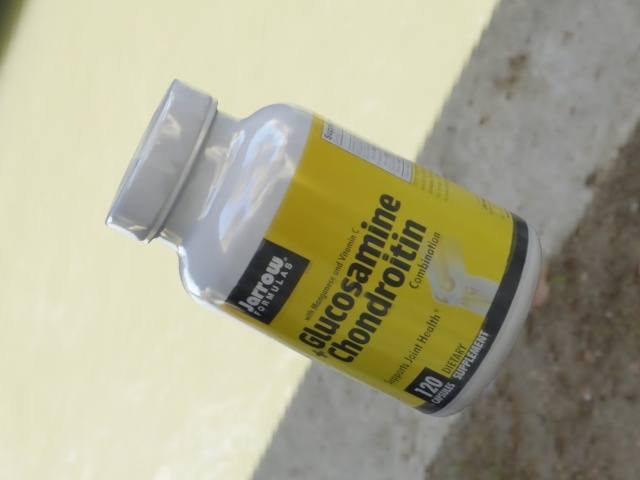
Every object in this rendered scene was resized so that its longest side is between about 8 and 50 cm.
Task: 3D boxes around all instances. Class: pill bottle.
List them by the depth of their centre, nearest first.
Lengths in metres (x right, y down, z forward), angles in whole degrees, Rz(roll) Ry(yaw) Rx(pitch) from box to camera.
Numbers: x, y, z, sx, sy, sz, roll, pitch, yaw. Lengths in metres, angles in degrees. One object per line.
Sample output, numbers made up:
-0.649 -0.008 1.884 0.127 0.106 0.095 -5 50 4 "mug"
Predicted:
0.000 0.000 0.741 0.103 0.184 0.103 -61 10 19 "pill bottle"
